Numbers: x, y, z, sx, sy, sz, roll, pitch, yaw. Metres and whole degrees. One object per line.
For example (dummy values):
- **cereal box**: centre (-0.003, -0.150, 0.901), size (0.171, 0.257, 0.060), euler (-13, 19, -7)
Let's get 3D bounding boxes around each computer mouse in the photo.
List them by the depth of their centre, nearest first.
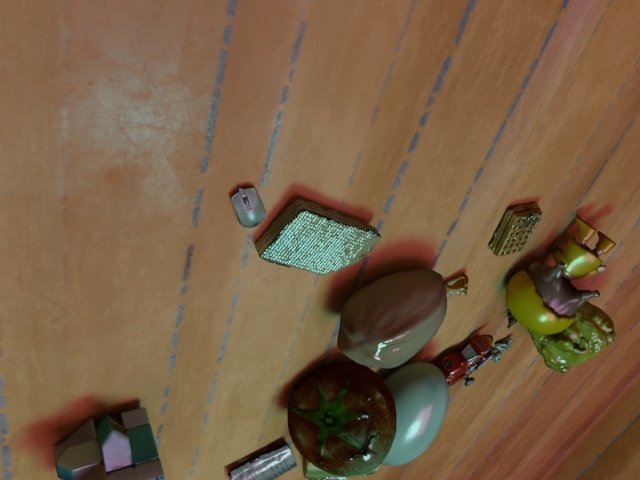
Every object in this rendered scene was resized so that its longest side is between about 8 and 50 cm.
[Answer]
- **computer mouse**: centre (-0.133, -0.058, 1.201), size (0.056, 0.032, 0.110), euler (-27, 142, -8)

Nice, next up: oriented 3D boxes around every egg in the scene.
- **egg**: centre (0.253, 0.523, 1.933), size (0.230, 0.230, 0.371), euler (6, 124, -38)

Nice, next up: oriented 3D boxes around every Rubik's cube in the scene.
- **Rubik's cube**: centre (-0.477, 0.517, 1.440), size (0.213, 0.224, 0.265), euler (-8, 142, -26)

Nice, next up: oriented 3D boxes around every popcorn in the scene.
- **popcorn**: centre (0.806, 0.287, 2.058), size (0.250, 0.235, 0.242), euler (-22, 146, 16)

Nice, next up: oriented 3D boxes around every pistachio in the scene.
- **pistachio**: centre (0.184, 0.179, 1.550), size (0.332, 0.208, 0.226), euler (-33, -172, -22)

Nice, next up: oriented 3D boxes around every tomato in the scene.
- **tomato**: centre (0.069, 0.483, 1.755), size (0.303, 0.303, 0.239), euler (-42, 157, 11)

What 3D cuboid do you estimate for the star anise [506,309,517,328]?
- **star anise**: centre (0.614, 0.220, 1.989), size (0.124, 0.056, 0.129), euler (9, 111, -37)

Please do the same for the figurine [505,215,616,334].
- **figurine**: centre (0.681, 0.106, 1.827), size (0.344, 0.215, 0.187), euler (-57, -178, 12)

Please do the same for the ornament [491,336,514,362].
- **ornament**: centre (0.614, 0.365, 2.163), size (0.068, 0.041, 0.092), euler (-5, 125, -38)

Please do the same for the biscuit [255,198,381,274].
- **biscuit**: centre (0.000, 0.000, 1.340), size (0.252, 0.052, 0.150), euler (17, 125, -42)

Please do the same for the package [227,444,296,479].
- **package**: centre (-0.171, 0.731, 2.004), size (0.204, 0.062, 0.251), euler (-24, 145, -9)

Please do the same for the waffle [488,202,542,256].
- **waffle**: centre (0.508, -0.027, 1.665), size (0.102, 0.042, 0.148), euler (-9, 136, -27)

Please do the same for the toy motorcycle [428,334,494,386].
- **toy motorcycle**: centre (0.427, 0.409, 2.040), size (0.298, 0.089, 0.171), euler (-32, 141, -1)

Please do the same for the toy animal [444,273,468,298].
- **toy animal**: centre (0.357, 0.122, 1.727), size (0.083, 0.081, 0.060), euler (3, 152, 13)

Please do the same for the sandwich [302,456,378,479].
- **sandwich**: centre (0.057, 0.609, 1.921), size (0.220, 0.186, 0.108), euler (5, 129, -11)

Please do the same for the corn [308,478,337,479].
- **corn**: centre (0.010, 0.746, 2.104), size (0.126, 0.127, 0.335), euler (-18, 144, -18)
